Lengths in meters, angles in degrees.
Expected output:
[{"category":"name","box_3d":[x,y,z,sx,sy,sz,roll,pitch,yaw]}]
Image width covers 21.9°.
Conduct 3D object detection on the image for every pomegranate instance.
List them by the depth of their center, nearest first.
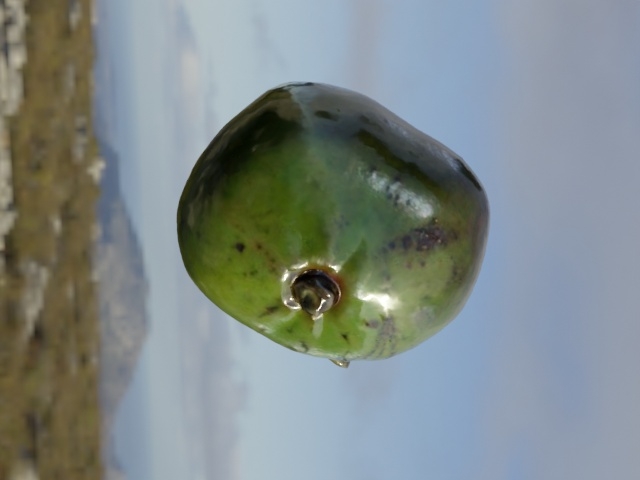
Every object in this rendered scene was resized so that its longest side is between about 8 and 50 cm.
[{"category":"pomegranate","box_3d":[0.000,0.000,0.852,0.131,0.152,0.191,-61,-174,-18]}]
